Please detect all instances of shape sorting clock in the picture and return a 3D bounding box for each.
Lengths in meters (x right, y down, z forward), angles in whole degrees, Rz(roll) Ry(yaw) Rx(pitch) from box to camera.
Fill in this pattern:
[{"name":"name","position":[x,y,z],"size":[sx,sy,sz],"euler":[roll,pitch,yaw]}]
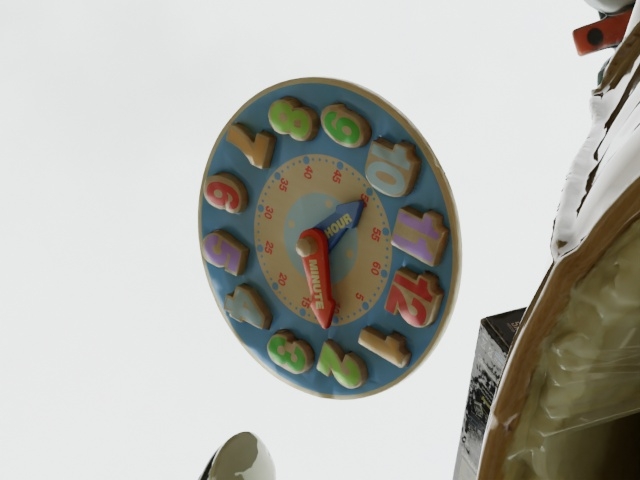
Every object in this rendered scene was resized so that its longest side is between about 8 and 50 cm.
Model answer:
[{"name":"shape sorting clock","position":[0.000,0.000,1.088],"size":[0.206,0.040,0.206],"euler":[8,-75,33]}]

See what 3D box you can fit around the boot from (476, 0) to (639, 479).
[{"name":"boot","position":[0.113,-0.047,0.429],"size":[0.089,0.269,0.236],"euler":[16,-71,9]}]

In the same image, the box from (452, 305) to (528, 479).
[{"name":"box","position":[0.148,0.138,0.880],"size":[0.077,0.147,0.180],"euler":[-13,-140,-23]}]

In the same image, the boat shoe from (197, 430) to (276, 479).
[{"name":"boat shoe","position":[-0.060,0.155,0.996],"size":[0.042,0.049,0.133],"euler":[-31,-164,27]}]

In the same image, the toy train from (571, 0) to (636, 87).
[{"name":"toy train","position":[0.304,-0.188,1.317],"size":[0.142,0.334,0.190],"euler":[-17,-87,44]}]
